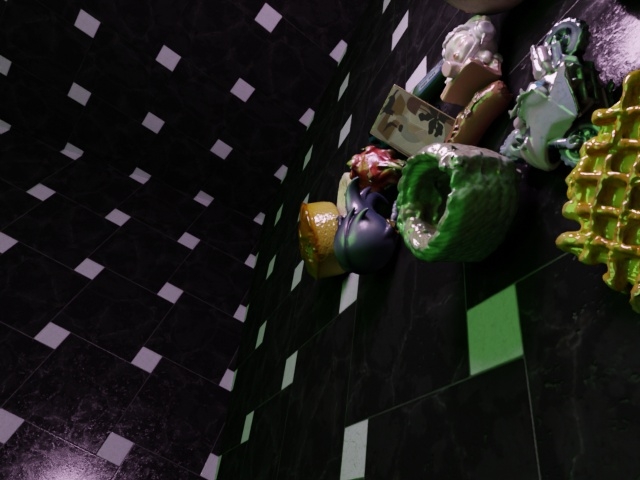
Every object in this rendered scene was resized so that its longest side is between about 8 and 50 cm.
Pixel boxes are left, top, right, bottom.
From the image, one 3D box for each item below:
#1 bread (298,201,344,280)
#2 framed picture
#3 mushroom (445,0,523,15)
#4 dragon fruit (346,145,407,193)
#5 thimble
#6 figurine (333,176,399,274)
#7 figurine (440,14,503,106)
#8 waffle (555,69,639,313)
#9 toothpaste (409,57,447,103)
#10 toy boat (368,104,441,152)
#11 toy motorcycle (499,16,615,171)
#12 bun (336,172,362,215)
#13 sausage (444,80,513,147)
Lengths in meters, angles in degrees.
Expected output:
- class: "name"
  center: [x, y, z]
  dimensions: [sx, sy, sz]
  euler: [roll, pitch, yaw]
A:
- class: "bread"
  center: [0.000, 0.000, 1.544]
  dimensions: [0.270, 0.148, 0.270]
  euler: [171, 90, -83]
- class: "framed picture"
  center: [0.233, -0.278, 1.161]
  dimensions: [0.010, 0.201, 0.136]
  euler: [-23, -35, -57]
- class: "mushroom"
  center: [0.387, -0.653, 1.014]
  dimensions: [0.290, 0.297, 0.297]
  euler: [-33, -17, -45]
- class: "dragon fruit"
  center: [0.170, -0.200, 1.342]
  dimensions: [0.137, 0.135, 0.236]
  euler: [-47, 32, -11]
- class: "thimble"
  center: [0.239, -0.069, 0.826]
  dimensions: [0.219, 0.150, 0.219]
  euler: [-179, 90, -73]
- class: "figurine"
  center: [0.120, -0.037, 1.266]
  dimensions: [0.197, 0.175, 0.265]
  euler: [-33, 47, 59]
- class: "figurine"
  center: [0.325, -0.403, 1.038]
  dimensions: [0.162, 0.141, 0.237]
  euler: [121, 162, -53]
- class: "waffle"
  center: [0.388, -0.070, 0.506]
  dimensions: [0.309, 0.065, 0.283]
  euler: [119, 154, -46]
- class: "toothpaste"
  center: [0.302, -0.430, 1.311]
  dimensions: [0.392, 0.061, 0.099]
  euler: [-44, 17, 56]
- class: "toy boat"
  center: [0.231, -0.296, 1.320]
  dimensions: [0.299, 0.134, 0.092]
  euler: [174, 82, -77]
- class: "toy motorcycle"
  center: [0.354, -0.204, 0.750]
  dimensions: [0.204, 0.108, 0.239]
  euler: [143, 144, -64]
- class: "bun"
  center: [0.117, -0.133, 1.512]
  dimensions: [0.183, 0.102, 0.183]
  euler: [180, 90, -79]
- class: "sausage"
  center: [0.301, -0.206, 1.014]
  dimensions: [0.078, 0.078, 0.304]
  euler: [-90, 23, -51]
